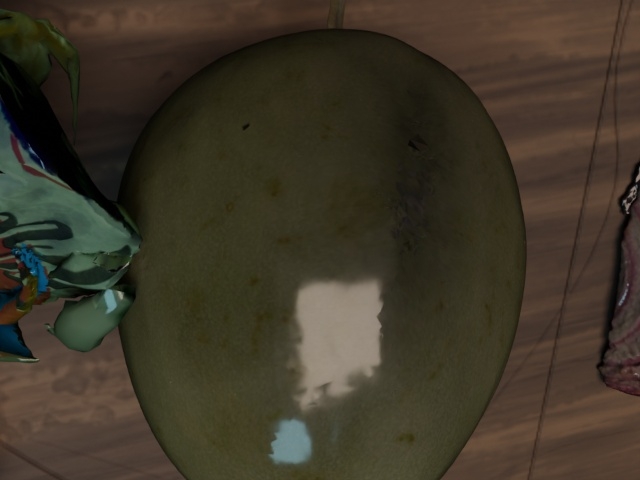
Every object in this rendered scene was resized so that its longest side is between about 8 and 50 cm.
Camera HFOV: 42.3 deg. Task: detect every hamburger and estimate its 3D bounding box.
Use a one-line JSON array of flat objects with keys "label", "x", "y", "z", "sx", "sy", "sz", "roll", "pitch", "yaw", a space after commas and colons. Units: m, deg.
[{"label": "hamburger", "x": -0.215, "y": -0.049, "z": 0.449, "sx": 0.276, "sy": 0.150, "sz": 0.260, "roll": -1, "pitch": 141, "yaw": 19}]

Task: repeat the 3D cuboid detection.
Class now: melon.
[{"label": "melon", "x": -0.002, "y": 0.015, "z": 0.510, "sx": 0.271, "sy": 0.272, "sz": 0.308, "roll": 30, "pitch": 60, "yaw": -21}]

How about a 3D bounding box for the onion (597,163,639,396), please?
[{"label": "onion", "x": 0.382, "y": 0.033, "z": 0.703, "sx": 0.247, "sy": 0.111, "sz": 0.250, "roll": -2, "pitch": 106, "yaw": -12}]
